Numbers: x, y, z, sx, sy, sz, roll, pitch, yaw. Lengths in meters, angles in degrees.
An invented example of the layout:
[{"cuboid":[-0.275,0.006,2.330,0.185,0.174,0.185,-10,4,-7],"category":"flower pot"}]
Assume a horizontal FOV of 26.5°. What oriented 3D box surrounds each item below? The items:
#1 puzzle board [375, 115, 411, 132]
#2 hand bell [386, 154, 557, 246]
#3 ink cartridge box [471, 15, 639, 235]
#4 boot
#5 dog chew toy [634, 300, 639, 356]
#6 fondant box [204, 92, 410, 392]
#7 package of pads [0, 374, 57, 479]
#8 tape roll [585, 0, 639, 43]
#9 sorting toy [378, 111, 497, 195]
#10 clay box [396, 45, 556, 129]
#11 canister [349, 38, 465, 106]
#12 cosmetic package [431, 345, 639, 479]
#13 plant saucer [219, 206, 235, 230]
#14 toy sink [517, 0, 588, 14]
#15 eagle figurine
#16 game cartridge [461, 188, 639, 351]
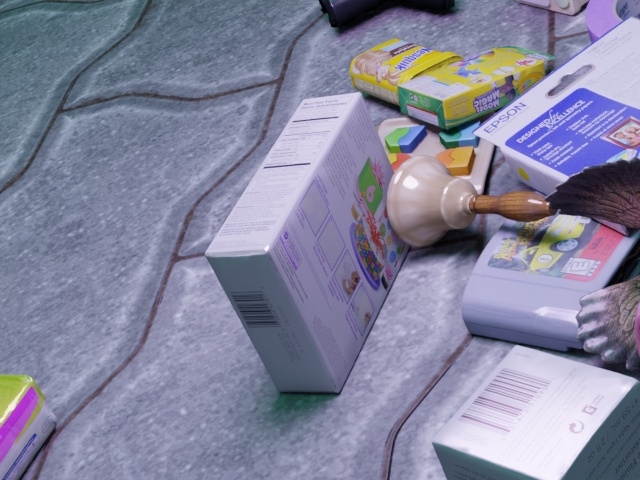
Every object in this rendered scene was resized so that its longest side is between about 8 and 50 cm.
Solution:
[{"cuboid":[0.092,-0.150,2.123,0.128,0.011,0.096,-20,34,7],"category":"puzzle board"},{"cuboid":[0.211,-0.045,1.757,0.126,0.126,0.242,-43,28,-27],"category":"hand bell"},{"cuboid":[0.407,-0.159,1.791,0.304,0.072,0.307,-36,33,-12],"category":"ink cartridge box"},{"cuboid":[0.111,-0.436,2.436,0.207,0.094,0.246,-24,26,-6],"category":"boot"},{"cuboid":[0.497,0.075,1.389,0.332,0.206,0.206,-18,32,-6],"category":"dog chew toy"},{"cuboid":[0.000,0.000,1.757,0.096,0.238,0.330,-3,38,31],"category":"fondant box"},{"cuboid":[-0.524,0.277,1.820,0.297,0.101,0.229,-2,39,30],"category":"package of pads"},{"cuboid":[0.539,-0.330,2.025,0.275,0.090,0.274,-16,33,11],"category":"tape roll"},{"cuboid":[0.158,-0.126,2.006,0.193,0.038,0.208,-4,38,19],"category":"sorting toy"},{"cuboid":[0.244,-0.239,2.080,0.222,0.053,0.127,-22,27,-24],"category":"clay box"},{"cuboid":[0.140,-0.268,2.196,0.126,0.073,0.170,-29,30,-22],"category":"canister"},{"cuboid":[0.231,0.231,1.333,0.151,0.183,0.151,14,48,44],"category":"cosmetic package"},{"cuboid":[-0.052,-0.025,2.013,0.199,0.036,0.198,-17,33,12],"category":"plant saucer"},{"cuboid":[0.398,-0.468,2.272,0.234,0.131,0.153,-33,33,-23],"category":"toy sink"},{"cuboid":[0.425,-0.005,1.530,0.298,0.225,0.226,-23,65,-26],"category":"eagle figurine"},{"cuboid":[0.309,0.016,1.714,0.196,0.060,0.294,4,42,42],"category":"game cartridge"}]
